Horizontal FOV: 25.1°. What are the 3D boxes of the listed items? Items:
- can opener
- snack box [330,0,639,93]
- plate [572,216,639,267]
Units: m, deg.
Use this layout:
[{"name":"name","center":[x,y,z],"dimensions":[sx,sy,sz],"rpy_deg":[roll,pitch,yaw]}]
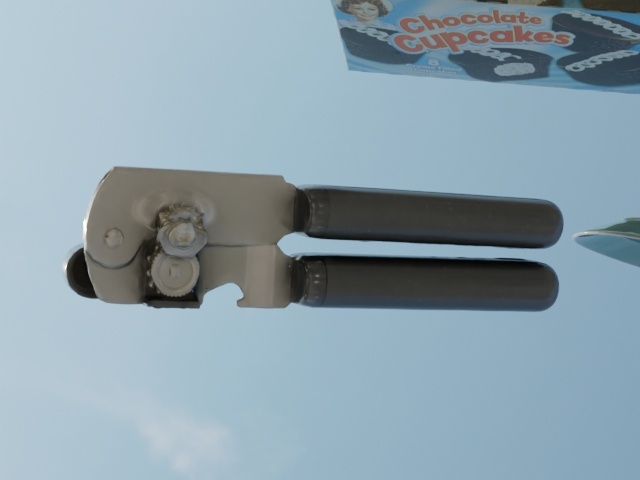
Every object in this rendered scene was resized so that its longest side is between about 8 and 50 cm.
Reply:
[{"name":"can opener","center":[0.000,0.000,0.804],"dimensions":[0.280,0.093,0.074],"rpy_deg":[2,-86,-16]},{"name":"snack box","center":[0.177,-0.218,1.429],"dimensions":[0.322,0.187,0.060],"rpy_deg":[6,-107,10]},{"name":"plate","center":[0.283,0.010,1.076],"dimensions":[0.188,0.188,0.024],"rpy_deg":[13,-95,19]}]
